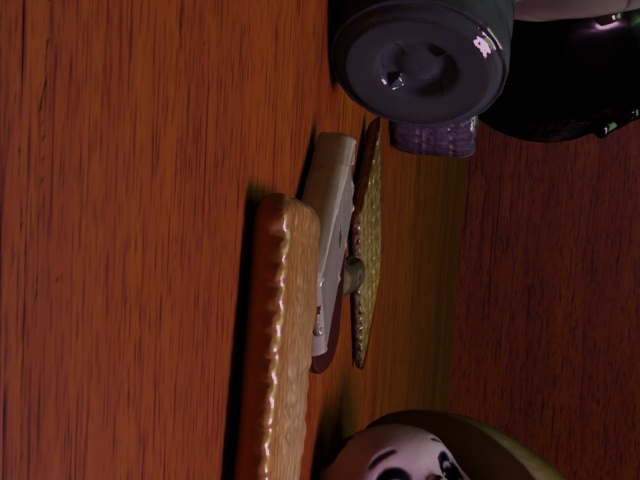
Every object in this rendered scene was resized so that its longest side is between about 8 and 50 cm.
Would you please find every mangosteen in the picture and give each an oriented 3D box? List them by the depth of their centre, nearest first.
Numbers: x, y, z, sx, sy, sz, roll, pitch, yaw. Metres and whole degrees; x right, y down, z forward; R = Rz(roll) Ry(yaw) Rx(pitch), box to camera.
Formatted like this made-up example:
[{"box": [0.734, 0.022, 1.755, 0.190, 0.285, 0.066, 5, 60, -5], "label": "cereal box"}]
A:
[{"box": [0.281, -0.334, 2.270, 0.435, 0.382, 0.382, 59, 7, 2], "label": "mangosteen"}]

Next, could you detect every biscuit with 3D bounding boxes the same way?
[{"box": [-0.031, 0.097, 1.180, 0.160, 0.030, 0.250, 14, 81, -82], "label": "biscuit"}, {"box": [0.046, 0.005, 1.785, 0.231, 0.016, 0.139, 87, 11, -48], "label": "biscuit"}]

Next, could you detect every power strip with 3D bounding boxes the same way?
[{"box": [0.000, 0.000, 1.350, 0.192, 0.035, 0.081, -78, 169, -48], "label": "power strip"}]

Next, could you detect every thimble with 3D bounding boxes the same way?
[{"box": [0.134, -0.167, 2.046, 0.150, 0.097, 0.150, 5, 90, -84], "label": "thimble"}]

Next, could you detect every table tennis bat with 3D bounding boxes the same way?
[{"box": [0.010, 0.037, 1.529, 0.246, 0.022, 0.138, -17, 112, -80], "label": "table tennis bat"}]

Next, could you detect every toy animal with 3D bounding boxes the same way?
[{"box": [0.060, 0.251, 1.577, 0.166, 0.138, 0.179, -4, 90, -44], "label": "toy animal"}]

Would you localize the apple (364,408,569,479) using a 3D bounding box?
[{"box": [0.144, 0.355, 1.684, 0.312, 0.360, 0.320, -47, 121, -20], "label": "apple"}]

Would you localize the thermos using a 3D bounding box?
[{"box": [0.112, -0.239, 1.516, 0.145, 0.182, 0.287, 86, 13, -51], "label": "thermos"}]

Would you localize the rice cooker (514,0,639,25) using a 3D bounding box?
[{"box": [0.239, -0.402, 1.923, 0.335, 0.335, 0.325, -75, 168, -54], "label": "rice cooker"}]
